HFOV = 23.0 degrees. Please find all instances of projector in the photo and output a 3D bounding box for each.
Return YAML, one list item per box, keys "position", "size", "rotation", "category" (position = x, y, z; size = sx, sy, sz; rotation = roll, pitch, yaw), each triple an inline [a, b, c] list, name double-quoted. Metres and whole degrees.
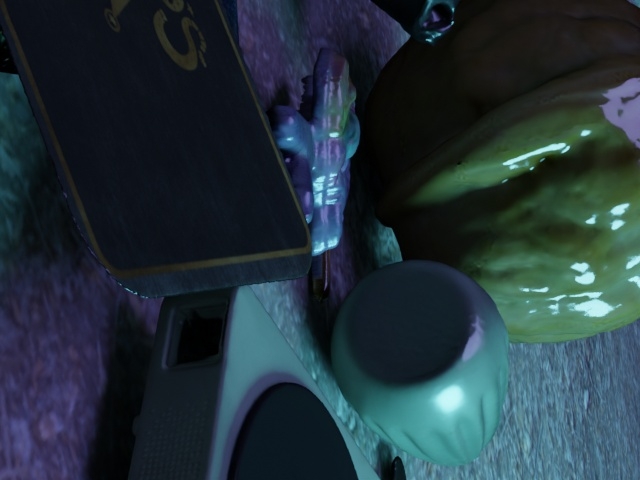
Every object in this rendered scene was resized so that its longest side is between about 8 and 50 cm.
- position: [-0.038, 0.195, 0.861]
  size: [0.259, 0.079, 0.257]
  rotation: [59, 30, -47]
  category: "projector"

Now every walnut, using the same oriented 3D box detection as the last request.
- position: [0.172, -0.063, 1.265]
  size: [0.285, 0.285, 0.296]
  rotation: [-2, 71, -70]
  category: "walnut"

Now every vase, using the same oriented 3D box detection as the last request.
- position: [0.085, 0.106, 1.186]
  size: [0.248, 0.128, 0.128]
  rotation: [62, 25, -63]
  category: "vase"

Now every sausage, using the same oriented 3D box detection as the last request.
- position: [0.000, 0.000, 1.144]
  size: [0.015, 0.015, 0.100]
  rotation: [42, 42, -60]
  category: "sausage"

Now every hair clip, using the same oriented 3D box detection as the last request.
- position: [-0.017, -0.053, 1.013]
  size: [0.278, 0.090, 0.137]
  rotation: [-29, 117, -69]
  category: "hair clip"

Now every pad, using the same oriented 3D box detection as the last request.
- position: [-0.072, -0.162, 0.761]
  size: [0.375, 0.063, 0.315]
  rotation: [69, 19, 5]
  category: "pad"

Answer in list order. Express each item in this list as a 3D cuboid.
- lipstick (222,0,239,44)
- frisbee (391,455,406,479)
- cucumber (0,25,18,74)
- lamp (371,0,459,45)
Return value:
- position: [-0.075, -0.200, 0.978]
  size: [0.053, 0.053, 0.234]
  rotation: [50, 34, -56]
  category: "lipstick"
- position: [0.038, 0.256, 1.148]
  size: [0.211, 0.012, 0.187]
  rotation: [12, 72, -69]
  category: "frisbee"
- position: [-0.153, -0.110, 0.684]
  size: [0.300, 0.072, 0.072]
  rotation: [-2, 84, -70]
  category: "cucumber"
- position: [0.175, -0.352, 1.163]
  size: [0.272, 0.205, 0.374]
  rotation: [-8, 127, -33]
  category: "lamp"
